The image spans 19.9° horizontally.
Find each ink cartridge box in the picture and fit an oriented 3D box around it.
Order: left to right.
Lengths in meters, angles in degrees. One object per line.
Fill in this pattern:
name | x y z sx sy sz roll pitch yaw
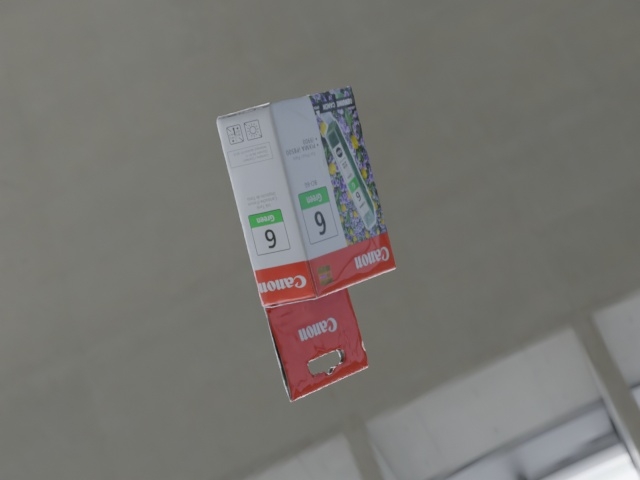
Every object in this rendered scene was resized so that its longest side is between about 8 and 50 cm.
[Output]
ink cartridge box | 0.000 0.000 0.720 0.029 0.115 0.063 -13 -177 34
